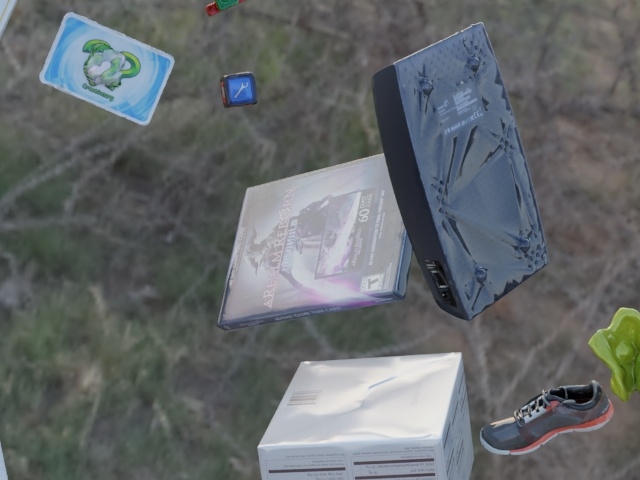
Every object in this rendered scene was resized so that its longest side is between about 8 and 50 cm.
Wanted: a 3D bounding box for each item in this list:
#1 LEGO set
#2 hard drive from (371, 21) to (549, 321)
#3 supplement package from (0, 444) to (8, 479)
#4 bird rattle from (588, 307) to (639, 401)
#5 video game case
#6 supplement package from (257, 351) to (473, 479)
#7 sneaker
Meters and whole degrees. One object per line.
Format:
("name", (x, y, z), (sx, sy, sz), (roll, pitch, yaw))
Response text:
("LEGO set", (-0.137, -0.179, 1.017), (0.244, 0.183, 0.060), (23, -1, -10))
("hard drive", (0.134, -0.067, 1.504), (0.054, 0.255, 0.172), (-6, 17, 41))
("supplement package", (-0.387, 0.272, 1.384), (0.175, 0.177, 0.293), (-1, 71, -47))
("bird rattle", (0.410, 0.174, 1.685), (0.143, 0.207, 0.254), (16, 43, -53))
("video game case", (0.000, 0.000, 1.857), (0.026, 0.274, 0.196), (37, 53, -41))
("supplement package", (0.058, 0.244, 1.780), (0.204, 0.145, 0.262), (-4, 15, 12))
("sneaker", (0.255, 0.195, 1.796), (0.157, 0.065, 0.061), (-19, 40, 4))
